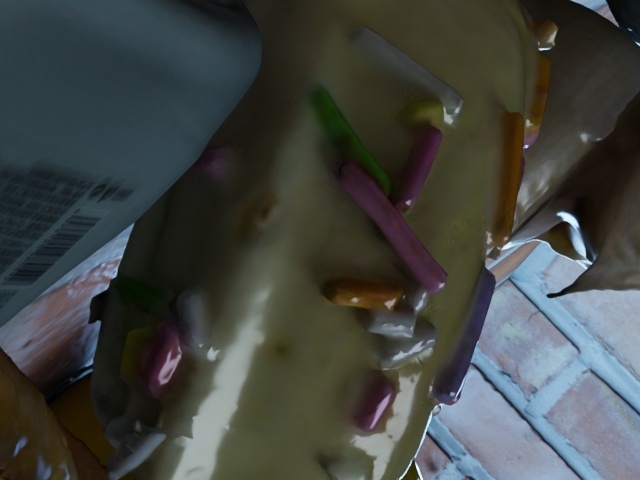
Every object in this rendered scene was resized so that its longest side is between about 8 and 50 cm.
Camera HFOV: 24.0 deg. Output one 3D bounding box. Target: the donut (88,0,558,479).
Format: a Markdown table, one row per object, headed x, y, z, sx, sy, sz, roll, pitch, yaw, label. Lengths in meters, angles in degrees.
| x | y | z | sx | sy | sz | roll | pitch | yaw | label |
| --- | --- | --- | --- | --- | --- | --- | --- | --- | --- |
| 0.002 | -0.005 | 0.718 | 0.371 | 0.150 | 0.307 | 109 | -1 | -77 | donut |

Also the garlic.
| x | y | z | sx | sy | sz | roll | pitch | yaw | label |
| --- | --- | --- | --- | --- | --- | --- | --- | --- | --- |
| 0.194 | -0.047 | 1.108 | 0.249 | 0.286 | 0.313 | -34 | 168 | 10 | garlic |

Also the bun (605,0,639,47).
| x | y | z | sx | sy | sz | roll | pitch | yaw | label |
| --- | --- | --- | --- | --- | --- | --- | --- | --- | --- |
| 0.361 | -0.263 | 1.086 | 0.354 | 0.194 | 0.354 | -50 | 178 | -2 | bun |

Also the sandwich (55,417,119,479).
| x | y | z | sx | sy | sz | roll | pitch | yaw | label |
| --- | --- | --- | --- | --- | --- | --- | --- | --- | --- |
| -0.209 | 0.164 | 0.733 | 0.220 | 0.186 | 0.108 | -39 | 166 | -20 | sandwich |

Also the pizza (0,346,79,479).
| x | y | z | sx | sy | sz | roll | pitch | yaw | label |
| --- | --- | --- | --- | --- | --- | --- | --- | --- | --- |
| -0.175 | 0.083 | 0.307 | 0.288 | 0.074 | 0.251 | -26 | 151 | -26 | pizza |

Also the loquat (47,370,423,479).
| x | y | z | sx | sy | sz | roll | pitch | yaw | label |
| --- | --- | --- | --- | --- | --- | --- | --- | --- | --- |
| -0.076 | 0.225 | 1.107 | 0.328 | 0.328 | 0.359 | -45 | -173 | 8 | loquat |

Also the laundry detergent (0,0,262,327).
| x | y | z | sx | sy | sz | roll | pitch | yaw | label |
| --- | --- | --- | --- | --- | --- | --- | --- | --- | --- |
| -0.205 | 0.040 | 0.425 | 0.398 | 0.124 | 0.264 | -44 | 165 | 10 | laundry detergent |
